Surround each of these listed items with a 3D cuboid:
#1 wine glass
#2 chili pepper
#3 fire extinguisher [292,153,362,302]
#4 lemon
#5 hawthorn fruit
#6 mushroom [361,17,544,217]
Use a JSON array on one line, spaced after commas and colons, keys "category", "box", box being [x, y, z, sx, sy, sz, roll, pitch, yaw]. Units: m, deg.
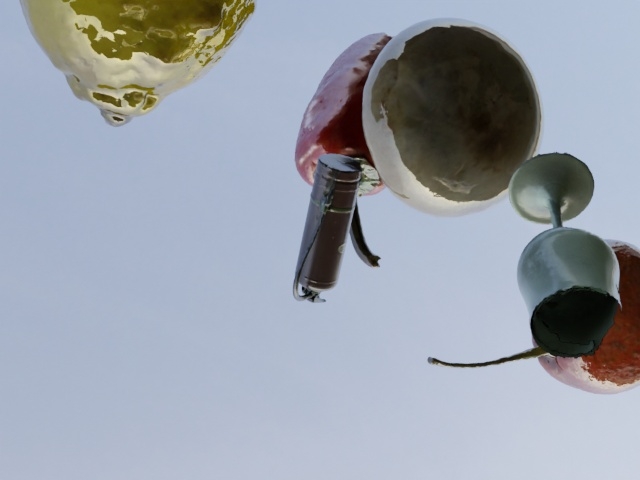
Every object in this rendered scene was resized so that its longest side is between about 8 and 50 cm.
[{"category": "wine glass", "box": [0.195, 0.007, 0.783, 0.079, 0.079, 0.195, 47, -153, -23]}, {"category": "chili pepper", "box": [0.034, -0.122, 1.204, 0.131, 0.135, 0.338, 59, -143, -35]}, {"category": "fire extinguisher", "box": [0.000, 0.000, 0.917, 0.078, 0.045, 0.157, -28, -44, -55]}, {"category": "lemon", "box": [-0.188, -0.303, 1.006, 0.285, 0.285, 0.316, 39, -105, -27]}, {"category": "hawthorn fruit", "box": [0.263, 0.110, 1.066, 0.285, 0.165, 0.165, -24, -82, -15]}, {"category": "mushroom", "box": [0.144, -0.135, 1.095, 0.226, 0.178, 0.226, 8, -105, -32]}]
